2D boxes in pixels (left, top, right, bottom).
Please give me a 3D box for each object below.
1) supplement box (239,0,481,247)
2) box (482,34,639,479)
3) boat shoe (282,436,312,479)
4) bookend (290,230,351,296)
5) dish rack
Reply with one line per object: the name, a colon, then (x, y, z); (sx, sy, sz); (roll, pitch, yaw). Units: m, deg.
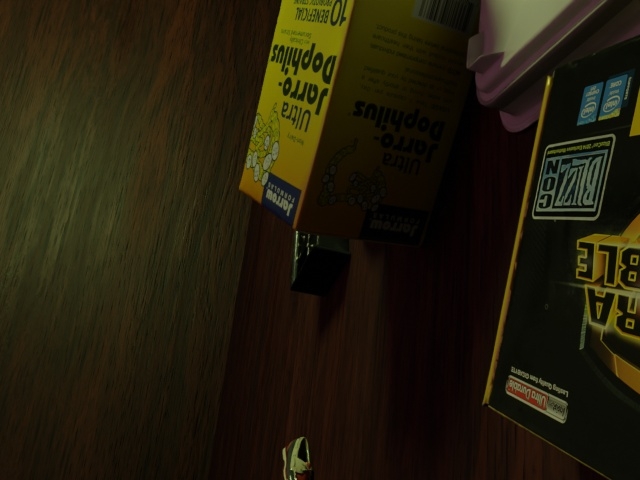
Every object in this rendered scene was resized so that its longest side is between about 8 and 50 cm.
supplement box: (0.052, -0.195, 0.822); (0.194, 0.195, 0.356); (35, 114, 56)
box: (0.211, 0.010, 0.328); (0.322, 0.079, 0.257); (-169, 92, -77)
boat shoe: (-0.035, 0.394, 1.118); (0.043, 0.049, 0.137); (-36, 21, 6)
bookend: (0.000, 0.000, 1.246); (0.157, 0.072, 0.156); (119, 158, -52)
dish rack: (0.217, -0.295, 0.586); (0.285, 0.072, 0.333); (135, 146, -69)
